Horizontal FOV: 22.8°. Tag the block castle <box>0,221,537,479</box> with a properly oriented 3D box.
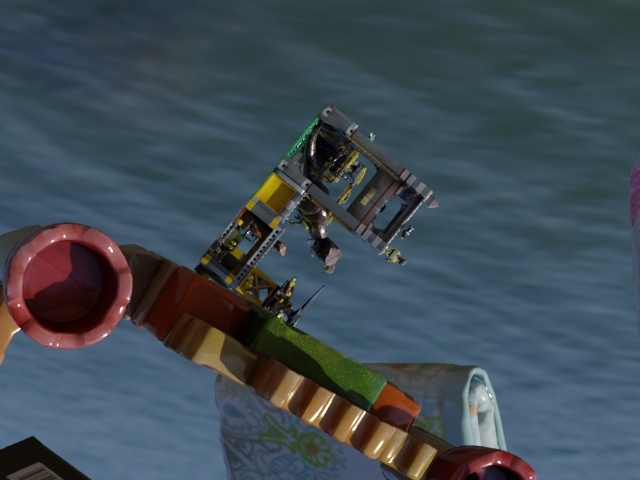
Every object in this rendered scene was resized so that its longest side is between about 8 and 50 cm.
[{"bbox_3d":[-0.081,0.198,1.149,0.453,0.303,0.213,30,175,-22],"label":"block castle"}]

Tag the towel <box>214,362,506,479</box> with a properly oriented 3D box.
[{"bbox_3d":[0.054,0.310,1.687,0.321,0.374,0.090,-4,-168,29],"label":"towel"}]

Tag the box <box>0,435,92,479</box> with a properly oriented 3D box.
[{"bbox_3d":[-0.315,0.346,1.714,0.153,0.207,0.108,32,-150,26],"label":"box"}]

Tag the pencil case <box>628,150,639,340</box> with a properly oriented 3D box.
[{"bbox_3d":[0.350,0.033,1.447,0.124,0.273,0.113,-15,143,30],"label":"pencil case"}]

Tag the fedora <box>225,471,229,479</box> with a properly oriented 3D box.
[{"bbox_3d":[-0.018,0.309,2.130,0.276,0.124,0.243,3,129,26],"label":"fedora"}]

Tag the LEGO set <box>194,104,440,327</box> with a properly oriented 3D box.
[{"bbox_3d":[0.000,0.000,1.936,0.192,0.331,0.255,39,165,0],"label":"LEGO set"}]
